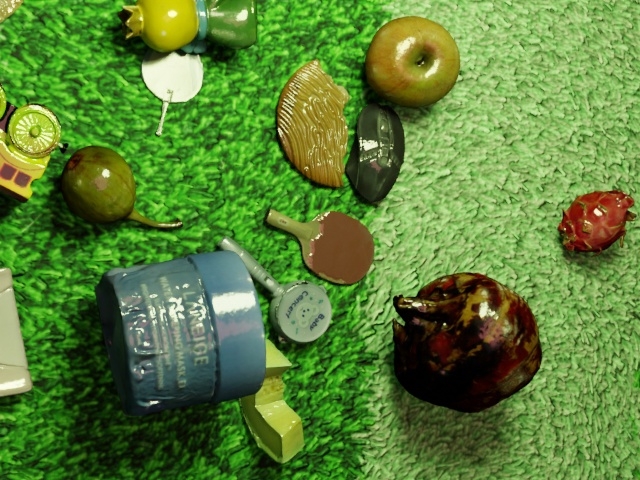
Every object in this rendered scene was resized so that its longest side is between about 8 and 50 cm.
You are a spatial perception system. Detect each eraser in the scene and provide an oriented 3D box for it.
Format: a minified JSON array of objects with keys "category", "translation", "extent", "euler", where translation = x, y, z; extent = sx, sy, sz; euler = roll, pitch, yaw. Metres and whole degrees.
[{"category":"eraser","translation":[-0.591,0.161,1.431],"extent":[0.243,0.059,0.204],"euler":[-10,94,-27]}]

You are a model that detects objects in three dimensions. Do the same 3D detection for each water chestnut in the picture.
[{"category":"water chestnut","translation":[0.259,0.186,1.686],"extent":[0.244,0.289,0.289],"euler":[-12,94,-35]}]

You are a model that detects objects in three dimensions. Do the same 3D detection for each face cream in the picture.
[{"category":"face cream","translation":[-0.231,0.152,1.484],"extent":[0.225,0.249,0.248],"euler":[-11,94,-21]}]

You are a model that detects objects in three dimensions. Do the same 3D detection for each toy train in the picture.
[{"category":"toy train","translation":[-0.550,-0.183,1.431],"extent":[0.296,0.100,0.160],"euler":[30,80,-20]}]

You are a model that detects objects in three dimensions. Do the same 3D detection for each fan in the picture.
[{"category":"fan","translation":[-0.265,-0.268,1.605],"extent":[0.113,0.005,0.175],"euler":[14,83,-23]}]

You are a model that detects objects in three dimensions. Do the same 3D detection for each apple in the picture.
[{"category":"apple","translation":[0.171,-0.333,1.719],"extent":[0.183,0.155,0.182],"euler":[-3,101,-14]}]

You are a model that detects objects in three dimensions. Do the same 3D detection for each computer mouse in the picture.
[{"category":"computer mouse","translation":[0.110,-0.167,1.736],"extent":[0.106,0.062,0.192],"euler":[8,87,-23]}]

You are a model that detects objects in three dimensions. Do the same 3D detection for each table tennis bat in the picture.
[{"category":"table tennis bat","translation":[0.000,0.000,1.711],"extent":[0.234,0.022,0.131],"euler":[24,81,-23]}]

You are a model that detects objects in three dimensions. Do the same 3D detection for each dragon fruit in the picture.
[{"category":"dragon fruit","translation":[0.572,-0.043,1.897],"extent":[0.136,0.133,0.166],"euler":[43,108,-12]}]

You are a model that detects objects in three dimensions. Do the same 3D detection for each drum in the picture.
[{"category":"drum","translation":[-0.070,0.074,1.662],"extent":[0.130,0.049,0.253],"euler":[-36,103,-19]}]

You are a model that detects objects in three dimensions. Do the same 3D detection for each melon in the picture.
[{"category":"melon","translation":[-0.090,0.277,1.619],"extent":[0.064,0.118,0.209],"euler":[-17,108,-36]}]

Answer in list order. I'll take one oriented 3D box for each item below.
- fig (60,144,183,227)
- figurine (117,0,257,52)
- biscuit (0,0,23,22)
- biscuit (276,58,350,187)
[{"category":"fig","translation":[-0.329,-0.068,1.539],"extent":[0.236,0.124,0.124],"euler":[35,75,-43]},{"category":"figurine","translation":[-0.229,-0.409,1.568],"extent":[0.234,0.127,0.185],"euler":[-3,79,-11]},{"category":"biscuit","translation":[-0.573,-0.440,1.461],"extent":[0.220,0.033,0.219],"euler":[0,91,-25]},{"category":"biscuit","translation":[0.001,-0.210,1.706],"extent":[0.176,0.031,0.228],"euler":[-37,103,-18]}]
